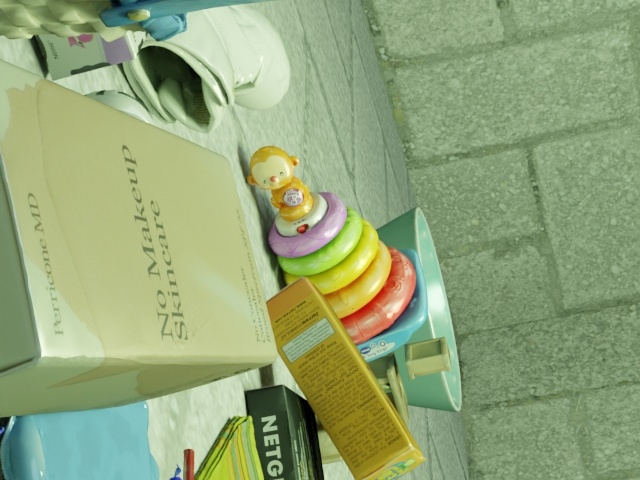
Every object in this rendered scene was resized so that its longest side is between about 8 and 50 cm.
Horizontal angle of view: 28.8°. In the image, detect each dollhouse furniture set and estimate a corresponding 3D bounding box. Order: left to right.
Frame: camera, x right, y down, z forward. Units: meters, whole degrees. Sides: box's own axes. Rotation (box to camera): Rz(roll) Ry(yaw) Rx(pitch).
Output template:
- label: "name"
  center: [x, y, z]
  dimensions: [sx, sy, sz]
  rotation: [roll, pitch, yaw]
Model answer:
- label: "dollhouse furniture set"
  center: [0.085, 0.225, 1.588]
  dimensions: [0.161, 0.182, 0.101]
  rotation: [-85, 161, -59]

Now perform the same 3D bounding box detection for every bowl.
- label: "bowl"
  center: [0.102, 0.117, 1.868]
  dimensions: [0.311, 0.163, 0.311]
  rotation: [-12, 90, -81]

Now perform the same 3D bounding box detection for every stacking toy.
- label: "stacking toy"
  center: [0.000, 0.000, 1.542]
  dimensions: [0.302, 0.175, 0.165]
  rotation: [58, 18, -34]

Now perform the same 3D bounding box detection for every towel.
- label: "towel"
  center: [-0.082, 0.240, 1.105]
  dimensions: [0.237, 0.021, 0.102]
  rotation: [-56, 133, -76]

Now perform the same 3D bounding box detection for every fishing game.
- label: "fishing game"
  center: [-0.151, 0.145, 0.782]
  dimensions: [0.264, 0.041, 0.189]
  rotation: [54, 24, -48]

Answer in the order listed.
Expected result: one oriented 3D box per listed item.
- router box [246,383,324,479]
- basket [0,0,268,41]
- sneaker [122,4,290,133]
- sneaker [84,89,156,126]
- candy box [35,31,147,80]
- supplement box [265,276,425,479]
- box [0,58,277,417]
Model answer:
- label: "router box"
  center: [-0.030, 0.250, 1.309]
  dimensions: [0.133, 0.046, 0.179]
  rotation: [52, 28, -68]
- label: "basket"
  center: [-0.113, -0.243, 0.699]
  dimensions: [0.201, 0.289, 0.254]
  rotation: [34, 47, -76]
- label: "sneaker"
  center: [-0.111, -0.160, 1.196]
  dimensions: [0.292, 0.108, 0.169]
  rotation: [43, 37, -56]
- label: "sneaker"
  center: [-0.136, 0.012, 0.927]
  dimensions: [0.228, 0.086, 0.132]
  rotation: [61, 22, -29]
- label: "candy box"
  center: [-0.181, -0.237, 0.950]
  dimensions: [0.196, 0.070, 0.164]
  rotation: [-85, 160, -60]
- label: "supplement box"
  center: [0.020, 0.157, 1.362]
  dimensions: [0.233, 0.080, 0.078]
  rotation: [55, 2, 26]
- label: "box"
  center: [-0.139, 0.013, 0.660]
  dimensions: [0.311, 0.121, 0.148]
  rotation: [14, 60, -74]
